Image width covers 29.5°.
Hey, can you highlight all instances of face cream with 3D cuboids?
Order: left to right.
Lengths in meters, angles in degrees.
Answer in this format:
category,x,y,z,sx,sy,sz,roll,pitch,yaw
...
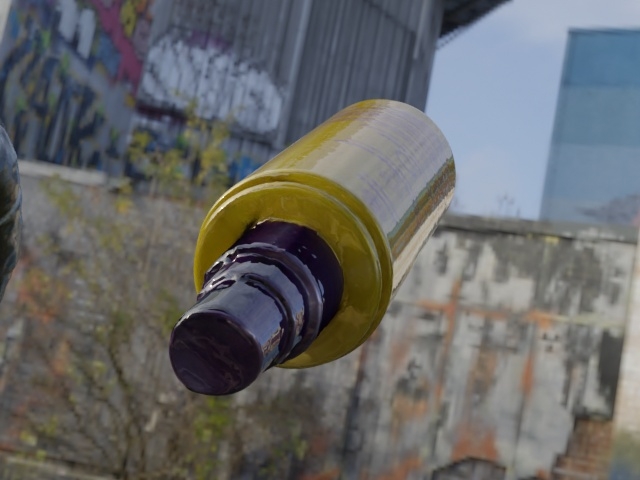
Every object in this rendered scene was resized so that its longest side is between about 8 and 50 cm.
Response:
category,x,y,z,sx,sy,sz,roll,pitch,yaw
face cream,0.000,0.000,0.496,0.078,0.078,0.273,9,17,12

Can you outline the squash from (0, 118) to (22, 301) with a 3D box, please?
category,x,y,z,sx,sy,sz,roll,pitch,yaw
squash,-0.299,-0.005,0.721,0.165,0.252,0.252,22,-1,36
